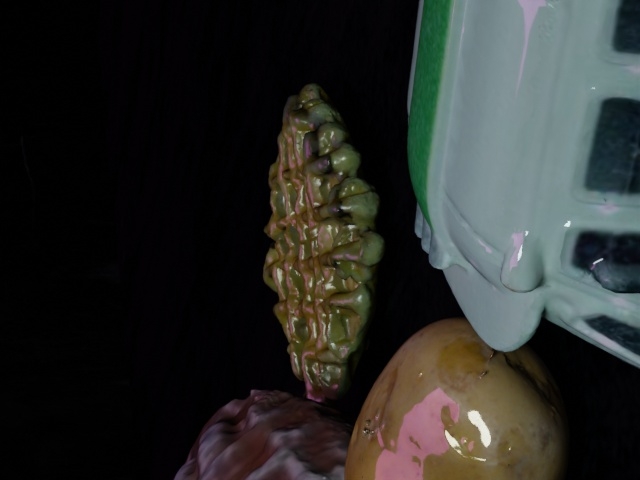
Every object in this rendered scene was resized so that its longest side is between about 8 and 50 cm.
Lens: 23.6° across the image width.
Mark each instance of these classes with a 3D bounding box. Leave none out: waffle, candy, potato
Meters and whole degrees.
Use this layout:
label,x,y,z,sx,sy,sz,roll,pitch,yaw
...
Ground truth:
label,x,y,z,sx,sy,sz,roll,pitch,yaw
waffle,0.003,-0.001,1.149,0.223,0.054,0.204,-111,22,-48
candy,-0.019,0.211,0.980,0.214,0.157,0.289,-60,28,0
potato,0.067,0.119,0.781,0.118,0.109,0.178,-73,-3,-56

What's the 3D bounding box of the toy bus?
label,x,y,z,sx,sy,sz,roll,pitch,yaw
toy bus,0.112,-0.089,0.424,0.133,0.165,0.276,-111,23,-56
